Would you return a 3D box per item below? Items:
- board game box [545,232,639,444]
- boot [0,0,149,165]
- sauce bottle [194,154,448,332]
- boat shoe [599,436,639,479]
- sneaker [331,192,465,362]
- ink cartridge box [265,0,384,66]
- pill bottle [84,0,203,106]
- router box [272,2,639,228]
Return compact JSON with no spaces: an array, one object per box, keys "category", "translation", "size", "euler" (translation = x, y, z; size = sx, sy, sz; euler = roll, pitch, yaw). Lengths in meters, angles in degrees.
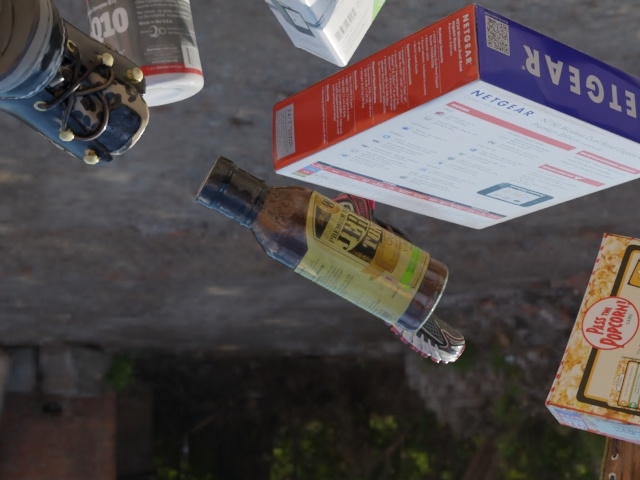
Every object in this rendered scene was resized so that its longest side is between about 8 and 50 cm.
[{"category":"board game box","translation":[0.276,0.080,0.850],"size":[0.194,0.146,0.045],"euler":[11,158,34]},{"category":"boot","translation":[-0.275,-0.171,1.131],"size":[0.377,0.138,0.284],"euler":[22,173,45]},{"category":"sauce bottle","translation":[0.000,0.000,1.576],"size":[0.344,0.111,0.111],"euler":[28,166,-8]},{"category":"boat shoe","translation":[0.385,0.342,1.466],"size":[0.104,0.307,0.111],"euler":[9,172,42]},{"category":"sneaker","translation":[0.111,0.056,1.714],"size":[0.112,0.299,0.121],"euler":[-41,-165,3]},{"category":"ink cartridge box","translation":[0.010,-0.443,1.977],"size":[0.115,0.198,0.273],"euler":[28,172,23]},{"category":"pill bottle","translation":[-0.284,-0.360,1.859],"size":[0.161,0.283,0.161],"euler":[-11,176,-1]},{"category":"router box","translation":[0.170,-0.115,1.292],"size":[0.336,0.082,0.301],"euler":[14,157,-39]}]
